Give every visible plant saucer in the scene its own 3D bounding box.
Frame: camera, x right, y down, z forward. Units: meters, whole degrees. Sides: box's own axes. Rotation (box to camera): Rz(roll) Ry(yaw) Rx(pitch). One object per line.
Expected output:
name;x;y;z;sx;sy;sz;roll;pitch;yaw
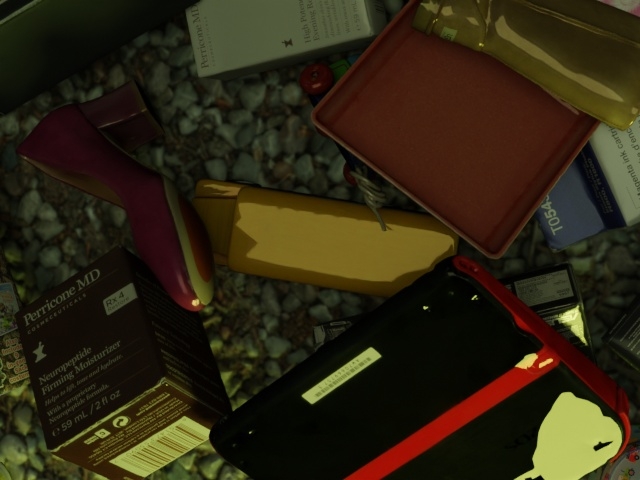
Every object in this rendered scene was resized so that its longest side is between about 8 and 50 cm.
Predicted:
plant saucer;0.158;-0.137;1.342;0.259;0.048;0.258;37;67;6

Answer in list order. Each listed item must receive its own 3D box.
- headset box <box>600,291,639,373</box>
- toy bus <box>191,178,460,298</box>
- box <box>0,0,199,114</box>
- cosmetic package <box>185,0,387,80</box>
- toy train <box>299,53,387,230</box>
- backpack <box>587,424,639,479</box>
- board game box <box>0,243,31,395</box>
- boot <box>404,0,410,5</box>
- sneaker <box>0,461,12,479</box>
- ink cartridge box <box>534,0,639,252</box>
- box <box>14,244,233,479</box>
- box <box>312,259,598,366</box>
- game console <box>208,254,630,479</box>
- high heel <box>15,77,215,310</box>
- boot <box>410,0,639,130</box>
headset box;0.506;0.111;1.335;0.283;0.131;0.246;40;96;18
toy bus;0.000;0.000;1.437;0.332;0.130;0.108;9;95;8
box;-0.345;-0.358;1.407;0.296;0.183;0.294;-28;70;10
cosmetic package;-0.043;-0.272;1.426;0.231;0.085;0.117;-12;90;21
toy train;0.085;-0.127;1.391;0.143;0.105;0.248;-27;55;-3
backpack;0.407;0.303;1.405;0.173;0.117;0.158;18;95;10
board game box;-0.505;0.075;1.467;0.232;0.141;0.291;-19;91;36
boot;0.102;-0.302;1.448;0.121;0.045;0.099;-30;92;8
sneaker;-0.497;0.302;1.548;0.208;0.094;0.081;30;97;5
ink cartridge box;0.362;-0.192;1.404;0.330;0.071;0.324;-25;90;8
box;-0.234;0.154;1.421;0.168;0.167;0.203;-33;55;11
box;0.171;0.171;1.390;0.307;0.077;0.242;-15;127;9
game console;0.119;0.213;1.345;0.386;0.060;0.342;-38;115;24
high heel;-0.245;-0.029;1.408;0.181;0.127;0.377;-28;46;3
boot;0.263;-0.279;1.343;0.269;0.089;0.236;23;84;0
